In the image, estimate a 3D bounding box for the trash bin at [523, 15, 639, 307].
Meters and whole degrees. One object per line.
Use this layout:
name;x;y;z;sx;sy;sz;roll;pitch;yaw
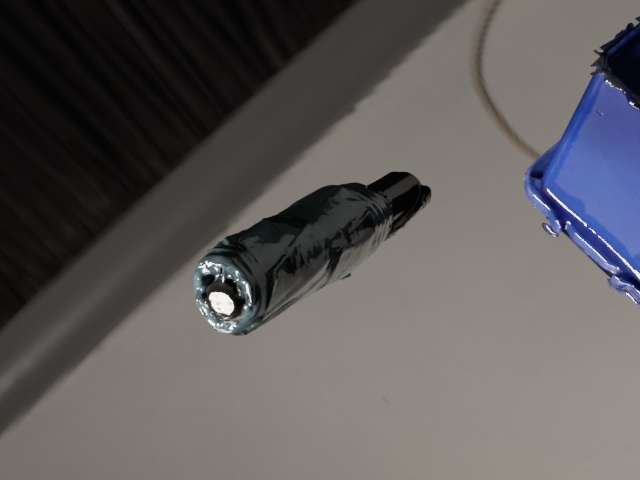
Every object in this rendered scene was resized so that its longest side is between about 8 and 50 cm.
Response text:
trash bin;0.262;-0.064;1.225;0.162;0.234;0.184;-41;73;-16

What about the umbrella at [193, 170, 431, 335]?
umbrella;-0.002;-0.001;1.034;0.053;0.250;0.052;39;119;11
